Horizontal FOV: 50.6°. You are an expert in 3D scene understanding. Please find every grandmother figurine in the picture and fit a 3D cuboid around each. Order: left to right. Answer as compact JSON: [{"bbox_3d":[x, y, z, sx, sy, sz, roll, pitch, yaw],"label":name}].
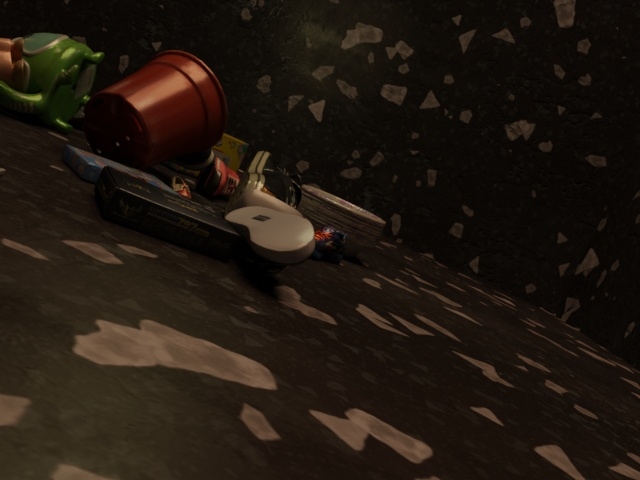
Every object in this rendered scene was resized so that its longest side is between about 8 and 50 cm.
[{"bbox_3d":[-0.876,-0.429,1.566,0.343,0.207,0.104,3,-26,-28],"label":"grandmother figurine"}]

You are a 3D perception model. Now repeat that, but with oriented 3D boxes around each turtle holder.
[{"bbox_3d":[-0.754,-0.421,1.824,0.228,0.320,0.243,26,-26,0],"label":"turtle holder"}]

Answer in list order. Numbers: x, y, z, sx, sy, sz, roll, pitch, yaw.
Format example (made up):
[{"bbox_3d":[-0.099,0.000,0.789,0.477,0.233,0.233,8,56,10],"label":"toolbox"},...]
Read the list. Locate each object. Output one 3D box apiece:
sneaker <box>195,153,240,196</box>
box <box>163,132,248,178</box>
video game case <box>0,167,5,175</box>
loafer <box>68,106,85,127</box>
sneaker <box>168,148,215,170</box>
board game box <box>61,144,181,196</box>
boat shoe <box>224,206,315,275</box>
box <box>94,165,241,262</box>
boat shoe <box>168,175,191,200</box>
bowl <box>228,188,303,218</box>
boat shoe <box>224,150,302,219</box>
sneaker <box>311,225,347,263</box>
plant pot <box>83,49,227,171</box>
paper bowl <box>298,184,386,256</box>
[{"bbox_3d":[-0.289,-0.183,2.033,0.136,0.115,0.314,28,7,-15],"label":"sneaker"},{"bbox_3d":[-0.462,-0.335,2.345,0.279,0.177,0.290,28,6,31],"label":"box"},{"bbox_3d":[-0.542,-0.123,1.004,0.122,0.011,0.087,24,6,-9],"label":"video game case"},{"bbox_3d":[-0.789,-0.387,2.048,0.096,0.084,0.267,60,22,16],"label":"loafer"},{"bbox_3d":[-0.455,-0.292,1.927,0.319,0.112,0.131,10,-30,20],"label":"sneaker"},{"bbox_3d":[-0.423,-0.135,1.440,0.212,0.039,0.160,21,7,-40],"label":"board game box"},{"bbox_3d":[-0.089,0.014,1.213,0.108,0.102,0.301,-22,20,-24],"label":"boat shoe"},{"bbox_3d":[-0.275,-0.049,1.204,0.233,0.059,0.183,22,8,-27],"label":"box"},{"bbox_3d":[-0.338,-0.120,1.635,0.049,0.043,0.137,24,7,-30],"label":"boat shoe"},{"bbox_3d":[-0.122,-0.028,1.395,0.142,0.142,0.053,28,45,-12],"label":"bowl"},{"bbox_3d":[-0.139,-0.106,1.709,0.156,0.186,0.500,29,10,-12],"label":"boat shoe"},{"bbox_3d":[0.000,0.000,1.745,0.083,0.087,0.221,27,6,25],"label":"sneaker"},{"bbox_3d":[-0.415,-0.301,1.664,0.273,0.272,0.265,27,37,14],"label":"plant pot"},{"bbox_3d":[0.044,-0.050,2.060,0.284,0.148,0.284,25,6,-3],"label":"paper bowl"}]
